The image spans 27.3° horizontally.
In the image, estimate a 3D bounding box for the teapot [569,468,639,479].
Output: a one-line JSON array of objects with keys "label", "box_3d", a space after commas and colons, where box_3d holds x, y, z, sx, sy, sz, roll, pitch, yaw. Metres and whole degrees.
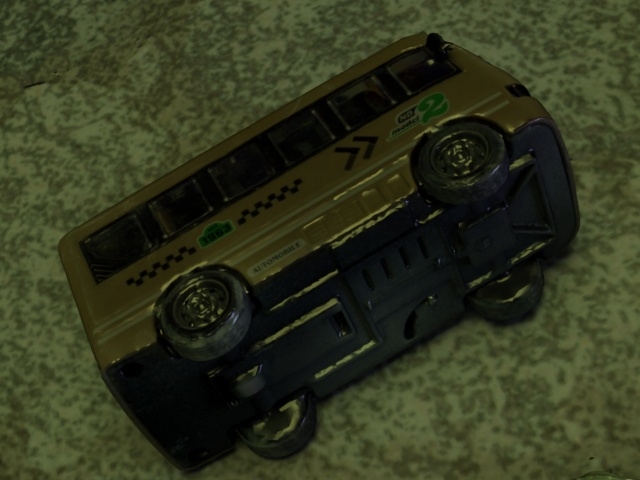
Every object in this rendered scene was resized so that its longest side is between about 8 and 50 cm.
[{"label": "teapot", "box_3d": [0.137, 0.217, 0.634, 0.107, 0.077, 0.200, 16, 63, 21]}]

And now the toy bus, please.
[{"label": "toy bus", "box_3d": [0.000, 0.000, 0.786, 0.289, 0.139, 0.157, -31, 49, -2]}]
